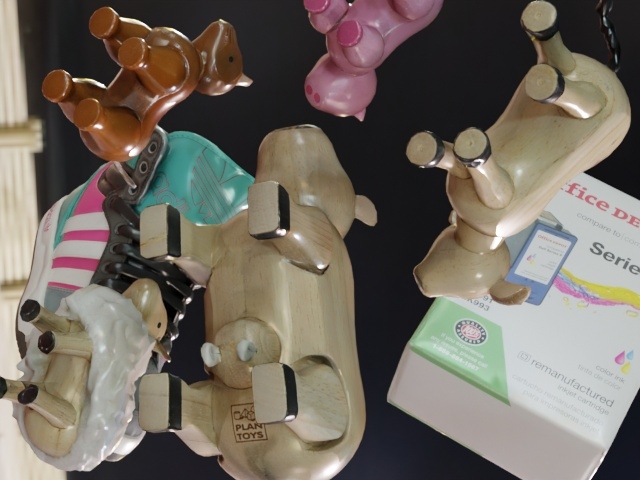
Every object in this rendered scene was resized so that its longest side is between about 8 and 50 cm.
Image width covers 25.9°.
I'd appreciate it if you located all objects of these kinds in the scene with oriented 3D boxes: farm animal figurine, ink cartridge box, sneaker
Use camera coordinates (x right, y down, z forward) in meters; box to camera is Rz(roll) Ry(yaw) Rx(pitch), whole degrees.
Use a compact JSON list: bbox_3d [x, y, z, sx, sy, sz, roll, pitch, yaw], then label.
[{"bbox_3d":[0.000,0.000,0.806,0.172,0.330,0.327,32,70,-60],"label":"farm animal figurine"},{"bbox_3d":[0.169,0.057,1.014,0.212,0.154,0.093,-53,166,-34],"label":"ink cartridge box"},{"bbox_3d":[-0.118,0.014,1.019,0.178,0.124,0.295,-41,-149,18],"label":"sneaker"}]
